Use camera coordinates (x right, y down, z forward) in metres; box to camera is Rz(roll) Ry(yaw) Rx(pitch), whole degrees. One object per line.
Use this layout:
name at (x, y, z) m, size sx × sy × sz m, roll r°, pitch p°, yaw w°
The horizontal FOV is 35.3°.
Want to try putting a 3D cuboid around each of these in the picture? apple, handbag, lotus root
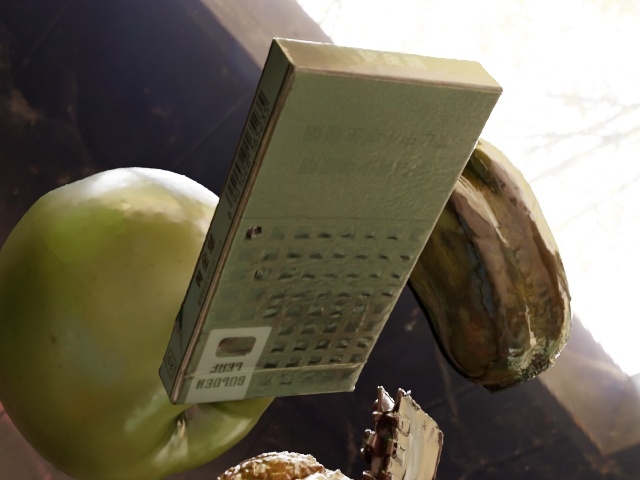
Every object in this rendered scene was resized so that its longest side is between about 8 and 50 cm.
apple at (-0.208, 0.091, 1.134) m, size 0.357 × 0.357 × 0.357 m, roll 24°, pitch -131°, yaw -30°
handbag at (0.128, 0.370, 1.662) m, size 0.216 × 0.074 × 0.203 m, roll 49°, pitch -135°, yaw -52°
lotus root at (0.167, 0.023, 1.055) m, size 0.152 × 0.160 × 0.274 m, roll -22°, pitch -87°, yaw -35°

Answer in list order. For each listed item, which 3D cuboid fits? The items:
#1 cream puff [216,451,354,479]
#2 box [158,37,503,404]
cream puff at (-0.046, 0.401, 1.364) m, size 0.303 × 0.303 × 0.212 m, roll 1°, pitch -86°, yaw -43°
box at (-0.001, 0.000, 0.787) m, size 0.180 × 0.324 × 0.047 m, roll 0°, pitch -139°, yaw -30°
